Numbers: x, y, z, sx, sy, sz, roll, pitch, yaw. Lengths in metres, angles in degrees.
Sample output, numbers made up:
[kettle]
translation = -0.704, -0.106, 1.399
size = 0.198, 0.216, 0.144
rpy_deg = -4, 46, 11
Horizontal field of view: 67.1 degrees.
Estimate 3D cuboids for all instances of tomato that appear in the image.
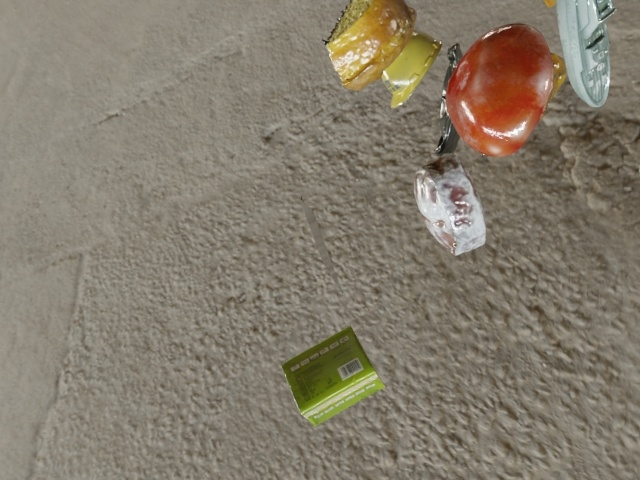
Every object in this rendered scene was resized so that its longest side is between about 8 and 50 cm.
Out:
[tomato]
translation = 0.231, -0.208, 0.653
size = 0.166, 0.082, 0.174
rpy_deg = -56, 31, 34

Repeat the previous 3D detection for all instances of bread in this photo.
[bread]
translation = 0.112, -0.414, 0.937
size = 0.134, 0.129, 0.260
rpy_deg = -17, 41, 40

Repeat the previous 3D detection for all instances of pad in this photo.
[pad]
translation = -0.001, 0.000, 0.924
size = 0.009, 0.159, 0.265
rpy_deg = -20, 12, -3

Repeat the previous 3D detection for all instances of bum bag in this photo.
[bum bag]
translation = 0.385, -0.390, 1.383
size = 0.080, 0.142, 0.326
rpy_deg = 12, 115, 23

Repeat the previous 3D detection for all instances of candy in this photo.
[candy]
translation = 0.364, -0.096, 1.368
size = 0.157, 0.289, 0.214
rpy_deg = -24, 20, 0

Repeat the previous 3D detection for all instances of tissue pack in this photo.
[tissue pack]
translation = 0.041, 0.455, 1.627
size = 0.275, 0.167, 0.200
rpy_deg = -30, 50, 0

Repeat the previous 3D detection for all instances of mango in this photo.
[mango]
translation = 0.642, -0.447, 1.450
size = 0.156, 0.248, 0.151
rpy_deg = -15, 48, -6

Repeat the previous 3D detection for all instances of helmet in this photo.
[helmet]
translation = 0.258, -0.565, 1.525
size = 0.257, 0.140, 0.205
rpy_deg = -56, 15, -4

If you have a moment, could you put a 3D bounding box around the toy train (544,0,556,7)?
[toy train]
translation = 0.532, -0.715, 1.124
size = 0.163, 0.369, 0.231
rpy_deg = -27, 40, 37

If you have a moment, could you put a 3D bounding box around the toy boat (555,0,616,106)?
[toy boat]
translation = 0.472, -0.344, 0.844
size = 0.078, 0.260, 0.085
rpy_deg = -39, 36, -7
